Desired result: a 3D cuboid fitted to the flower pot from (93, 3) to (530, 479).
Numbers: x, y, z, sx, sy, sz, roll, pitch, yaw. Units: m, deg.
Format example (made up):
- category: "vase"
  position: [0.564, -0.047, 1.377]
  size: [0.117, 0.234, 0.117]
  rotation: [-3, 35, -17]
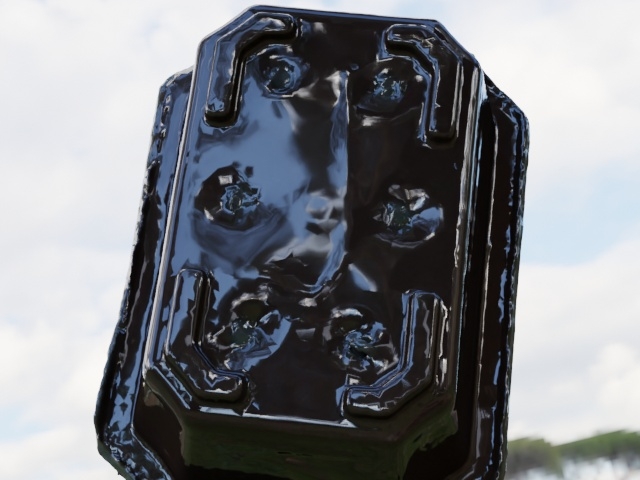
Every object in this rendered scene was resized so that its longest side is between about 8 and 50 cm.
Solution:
- category: "flower pot"
  position: [0.000, 0.000, 0.696]
  size: [0.178, 0.251, 0.084]
  rotation: [6, -26, 3]
